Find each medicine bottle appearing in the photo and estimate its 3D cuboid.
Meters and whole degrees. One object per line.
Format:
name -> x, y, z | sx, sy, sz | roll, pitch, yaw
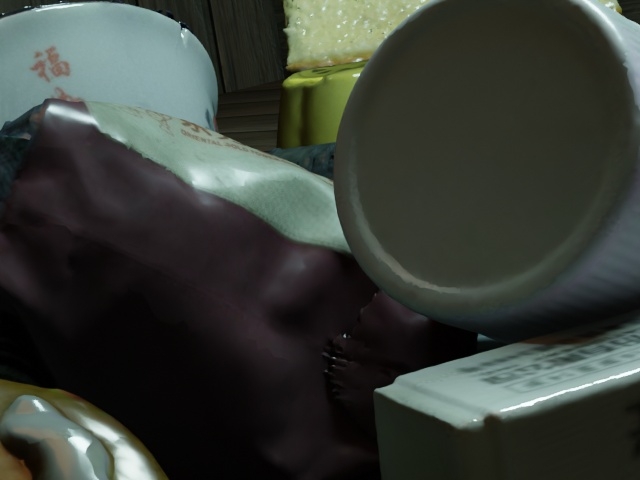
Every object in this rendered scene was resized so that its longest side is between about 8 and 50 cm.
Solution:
medicine bottle -> 0.143, -0.014, 0.803 | 0.165, 0.165, 0.273 | -2, -13, 38

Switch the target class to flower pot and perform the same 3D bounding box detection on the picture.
flower pot -> 0.045, -0.073, 1.548 | 0.195, 0.179, 0.195 | -9, 8, 1

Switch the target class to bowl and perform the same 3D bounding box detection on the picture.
bowl -> -0.188, 0.011, 1.201 | 0.345, 0.345, 0.157 | -16, 55, -33

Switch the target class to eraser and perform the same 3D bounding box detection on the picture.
eraser -> 0.163, 0.087, 0.679 | 0.279, 0.124, 0.081 | -13, 12, -24

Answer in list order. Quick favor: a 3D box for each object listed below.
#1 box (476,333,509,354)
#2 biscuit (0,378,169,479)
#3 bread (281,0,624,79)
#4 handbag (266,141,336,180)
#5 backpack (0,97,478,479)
box -> 0.105, 0.073, 1.021 | 0.099, 0.054, 0.074 | -4, 13, 26
biscuit -> -0.226, 0.142, 0.414 | 0.283, 0.064, 0.432 | 34, 50, 17
bread -> 0.132, -0.167, 1.765 | 0.333, 0.143, 0.323 | -9, -22, 2
handbag -> -0.001, 0.018, 1.145 | 0.175, 0.089, 0.270 | -8, 38, 27
backpack -> -0.105, 0.044, 0.907 | 0.283, 0.197, 0.317 | 29, -17, -23
